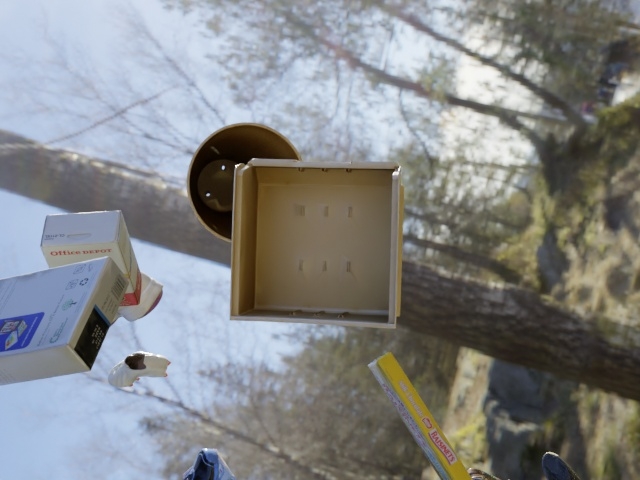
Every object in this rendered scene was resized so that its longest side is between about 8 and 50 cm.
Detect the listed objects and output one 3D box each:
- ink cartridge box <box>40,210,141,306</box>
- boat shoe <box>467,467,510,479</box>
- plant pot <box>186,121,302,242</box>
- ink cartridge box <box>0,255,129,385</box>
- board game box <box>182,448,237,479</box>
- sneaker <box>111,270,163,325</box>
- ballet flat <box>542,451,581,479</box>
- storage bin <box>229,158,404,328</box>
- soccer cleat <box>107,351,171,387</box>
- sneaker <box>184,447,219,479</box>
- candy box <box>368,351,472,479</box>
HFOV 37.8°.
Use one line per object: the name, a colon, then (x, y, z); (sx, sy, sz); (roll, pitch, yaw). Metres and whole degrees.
ink cartridge box: (-0.378, 0.034, 1.558); (0.175, 0.128, 0.072); (87, 180, -50)
boat shoe: (0.297, 0.416, 1.492); (0.183, 0.066, 0.066); (42, -155, -33)
plant pot: (-0.178, -0.116, 1.923); (0.254, 0.237, 0.237); (-170, 95, -72)
ink cartridge box: (-0.439, 0.124, 1.303); (0.165, 0.333, 0.065); (-76, -33, -44)
board game box: (-0.230, 0.497, 1.948); (0.090, 0.090, 0.020); (-41, -28, 2)
sneaker: (-0.437, 0.099, 1.836); (0.305, 0.152, 0.114); (-22, 32, 42)
ballet flat: (0.500, 0.490, 1.840); (0.049, 0.173, 0.057); (-1, -46, -49)
storage bin: (0.000, 0.000, 1.504); (0.123, 0.262, 0.260); (-5, -83, -80)
soccer cleat: (-0.407, 0.273, 2.022); (0.076, 0.196, 0.068); (32, -126, -39)
sneaker: (-0.250, 0.495, 1.773); (0.081, 0.091, 0.232); (121, 159, -45)
candy box: (0.133, 0.244, 1.249); (0.027, 0.205, 0.105); (-31, -8, -12)
